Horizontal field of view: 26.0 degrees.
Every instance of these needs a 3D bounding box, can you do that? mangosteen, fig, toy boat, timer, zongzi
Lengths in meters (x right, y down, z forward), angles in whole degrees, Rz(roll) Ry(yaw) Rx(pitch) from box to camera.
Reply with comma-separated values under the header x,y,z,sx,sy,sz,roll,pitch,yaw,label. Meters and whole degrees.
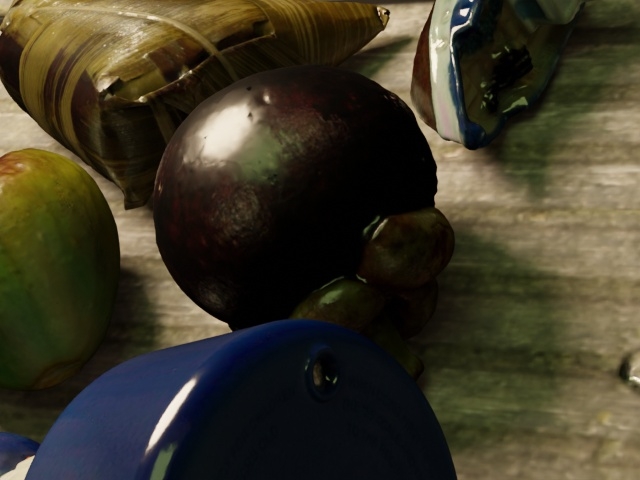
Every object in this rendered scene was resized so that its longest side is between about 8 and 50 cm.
x,y,z,sx,sy,sz,roll,pitch,yaw,label
0.000,0.000,0.964,0.211,0.211,0.250,-29,75,0,mangosteen
-0.237,0.024,1.067,0.181,0.181,0.191,-26,69,3,fig
0.162,-0.175,1.072,0.115,0.114,0.262,13,63,48,toy boat
-0.136,0.187,0.844,0.383,0.270,0.270,-5,49,40,timer
-0.120,-0.173,1.218,0.288,0.134,0.286,-31,39,-21,zongzi
